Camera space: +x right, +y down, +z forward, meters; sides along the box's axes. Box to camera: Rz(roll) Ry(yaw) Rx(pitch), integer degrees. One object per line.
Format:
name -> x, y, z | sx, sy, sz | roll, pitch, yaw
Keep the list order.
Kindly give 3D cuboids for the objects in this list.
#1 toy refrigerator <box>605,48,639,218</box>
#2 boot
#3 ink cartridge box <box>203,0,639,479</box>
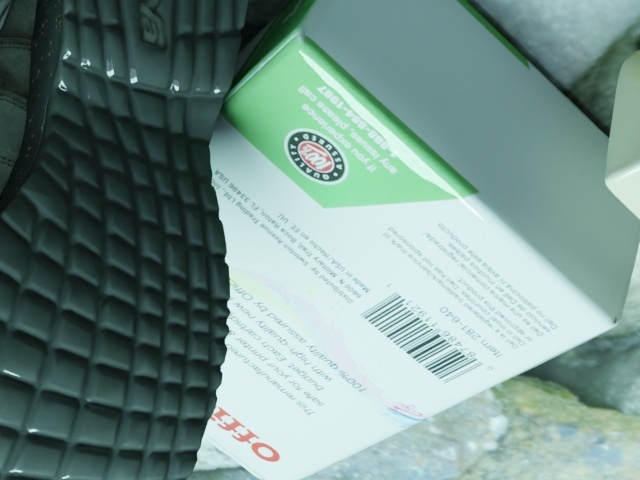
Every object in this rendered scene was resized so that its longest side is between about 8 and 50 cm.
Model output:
toy refrigerator -> 0.253, -0.078, 0.457 | 0.102, 0.094, 0.269 | 38, 138, -22
boot -> -0.135, 0.006, 0.549 | 0.118, 0.338, 0.222 | 25, 156, -28
ink cartridge box -> 0.000, 0.000, 0.637 | 0.201, 0.117, 0.278 | 40, 136, -14
